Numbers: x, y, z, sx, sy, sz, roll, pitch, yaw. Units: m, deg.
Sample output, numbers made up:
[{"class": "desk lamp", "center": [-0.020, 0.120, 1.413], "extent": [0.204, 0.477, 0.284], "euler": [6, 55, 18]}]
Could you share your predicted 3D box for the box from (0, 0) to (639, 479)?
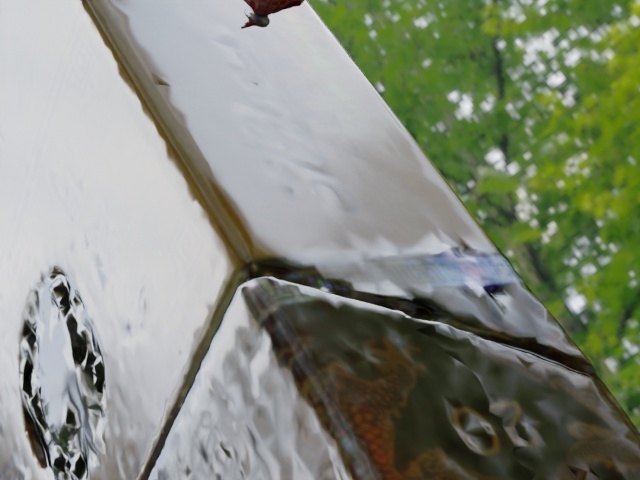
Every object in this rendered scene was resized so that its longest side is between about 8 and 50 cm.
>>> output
[{"class": "box", "center": [-0.059, 0.044, 0.546], "extent": [0.115, 0.415, 0.264], "euler": [-1, -46, -35]}]

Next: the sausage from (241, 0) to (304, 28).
[{"class": "sausage", "center": [-0.004, -0.126, 0.411], "extent": [0.034, 0.034, 0.130], "euler": [6, -71, -34]}]
